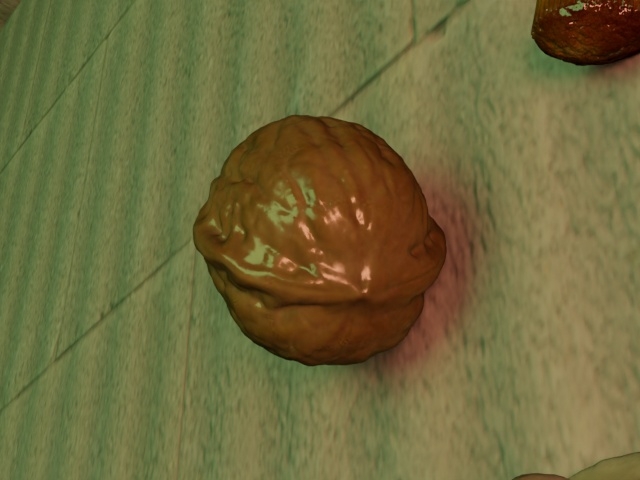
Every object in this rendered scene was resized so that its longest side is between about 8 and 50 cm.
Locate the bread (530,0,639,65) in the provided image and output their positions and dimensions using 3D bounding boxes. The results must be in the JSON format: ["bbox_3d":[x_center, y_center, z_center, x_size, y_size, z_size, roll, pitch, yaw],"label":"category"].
[{"bbox_3d":[0.191,-0.151,0.741,0.085,0.085,0.053,-18,60,54],"label":"bread"}]

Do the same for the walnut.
[{"bbox_3d":[0.000,0.000,0.845,0.213,0.213,0.213,-38,40,41],"label":"walnut"}]

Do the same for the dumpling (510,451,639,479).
[{"bbox_3d":[0.120,0.192,0.562,0.243,0.175,0.227,-6,35,41],"label":"dumpling"}]
